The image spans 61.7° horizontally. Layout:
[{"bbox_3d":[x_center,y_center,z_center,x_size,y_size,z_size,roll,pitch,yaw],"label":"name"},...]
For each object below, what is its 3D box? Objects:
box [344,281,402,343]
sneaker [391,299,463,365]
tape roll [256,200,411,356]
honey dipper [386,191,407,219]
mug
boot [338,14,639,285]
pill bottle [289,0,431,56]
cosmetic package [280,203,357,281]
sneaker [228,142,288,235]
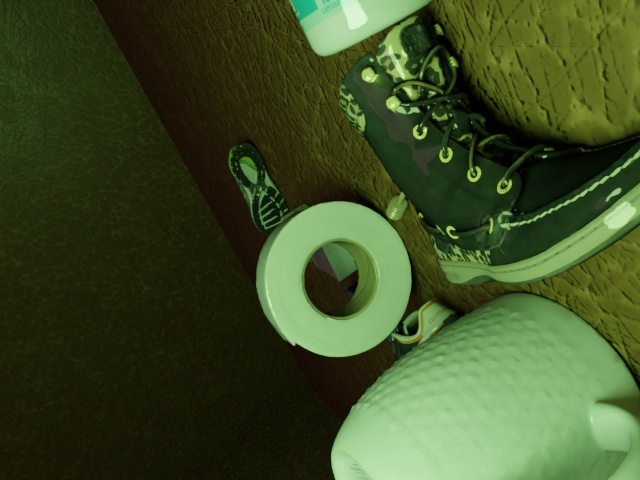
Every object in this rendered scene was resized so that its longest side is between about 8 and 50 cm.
[{"bbox_3d":[0.149,0.190,1.330,0.137,0.036,0.225,62,165,-21],"label":"box"},{"bbox_3d":[0.205,0.211,1.049,0.127,0.126,0.321,47,152,16],"label":"sneaker"},{"bbox_3d":[0.023,0.072,1.011,0.286,0.286,0.100,58,165,-8],"label":"tape roll"},{"bbox_3d":[0.135,-0.080,0.850,0.030,0.030,0.161,52,161,16],"label":"honey dipper"},{"bbox_3d":[0.212,0.252,0.650,0.374,0.327,0.276,-16,96,66],"label":"mug"},{"bbox_3d":[0.157,-0.104,0.557,0.284,0.138,0.377,56,170,2],"label":"boot"},{"bbox_3d":[0.002,-0.332,0.523,0.264,0.146,0.146,61,164,-18],"label":"pill bottle"},{"bbox_3d":[0.000,0.000,1.313,0.231,0.085,0.117,32,152,58],"label":"cosmetic package"},{"bbox_3d":[-0.182,-0.152,1.558,0.121,0.111,0.300,-132,20,-62],"label":"sneaker"}]
